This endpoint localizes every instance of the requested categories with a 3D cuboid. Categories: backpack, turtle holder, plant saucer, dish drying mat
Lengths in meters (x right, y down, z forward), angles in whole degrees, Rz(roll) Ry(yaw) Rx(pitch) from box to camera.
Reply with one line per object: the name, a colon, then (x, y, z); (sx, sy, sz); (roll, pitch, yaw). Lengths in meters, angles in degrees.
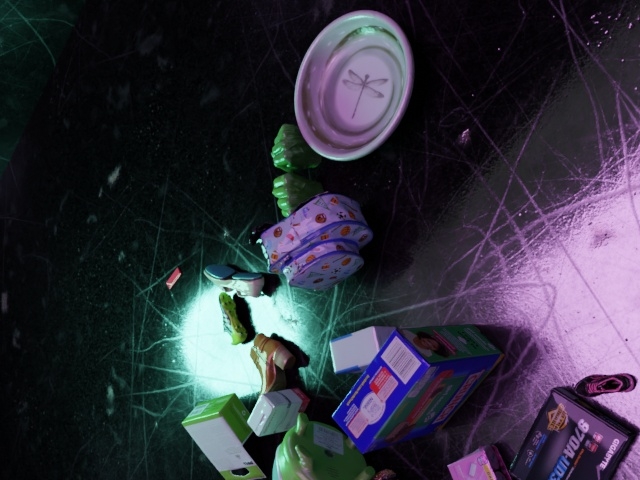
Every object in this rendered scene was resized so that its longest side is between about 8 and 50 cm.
backpack: (0.000, 0.000, 1.785); (0.263, 0.277, 0.213); (-43, 65, 23)
turtle holder: (0.001, 0.622, 1.716); (0.320, 0.244, 0.227); (49, 119, 46)
plant saucer: (0.104, -0.407, 1.824); (0.401, 0.101, 0.399); (-5, 82, 41)
dish drying mat: (-0.518, 0.133, 2.388); (0.083, 0.008, 0.032); (-50, 56, 27)

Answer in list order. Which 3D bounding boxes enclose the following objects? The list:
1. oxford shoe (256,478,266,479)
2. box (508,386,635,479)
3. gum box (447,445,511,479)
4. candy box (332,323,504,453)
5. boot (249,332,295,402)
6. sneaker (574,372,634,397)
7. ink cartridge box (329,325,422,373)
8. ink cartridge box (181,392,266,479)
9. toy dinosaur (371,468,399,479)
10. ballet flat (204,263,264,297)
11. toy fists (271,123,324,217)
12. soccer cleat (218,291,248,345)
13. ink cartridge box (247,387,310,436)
oxford shoe: (-0.145, 0.731, 1.946); (0.227, 0.096, 0.082); (-21, 71, 36)
box: (0.518, 0.445, 1.412); (0.175, 0.051, 0.220); (34, 108, 38)
gum box: (0.375, 0.564, 1.521); (0.107, 0.062, 0.188); (-37, 63, 33)
candy box: (0.222, 0.321, 1.509); (0.122, 0.317, 0.268); (47, 117, 32)
boot: (-0.166, 0.385, 2.014); (0.152, 0.073, 0.197); (30, 94, 38)
sneaker: (0.569, 0.296, 1.377); (0.119, 0.057, 0.047); (-23, 73, 39)
ink cartridge box: (0.146, 0.268, 1.658); (0.148, 0.203, 0.085); (-26, 68, 37)
ink cartridge box: (-0.276, 0.613, 2.085); (0.189, 0.097, 0.255); (-24, 105, 38)
toy dinosaur: (0.148, 0.742, 1.684); (0.218, 0.165, 0.321); (30, 125, 54)
ballet flat: (-0.274, 0.134, 2.131); (0.249, 0.086, 0.086); (10, 93, 41)
toy fists: (-0.073, -0.196, 1.933); (0.096, 0.142, 0.278); (-8, 80, 41)
soccer cleat: (-0.290, 0.248, 2.143); (0.072, 0.060, 0.178); (-42, 63, 33)
ink cartridge box: (-0.118, 0.482, 1.906); (0.063, 0.151, 0.109); (39, 111, 37)
